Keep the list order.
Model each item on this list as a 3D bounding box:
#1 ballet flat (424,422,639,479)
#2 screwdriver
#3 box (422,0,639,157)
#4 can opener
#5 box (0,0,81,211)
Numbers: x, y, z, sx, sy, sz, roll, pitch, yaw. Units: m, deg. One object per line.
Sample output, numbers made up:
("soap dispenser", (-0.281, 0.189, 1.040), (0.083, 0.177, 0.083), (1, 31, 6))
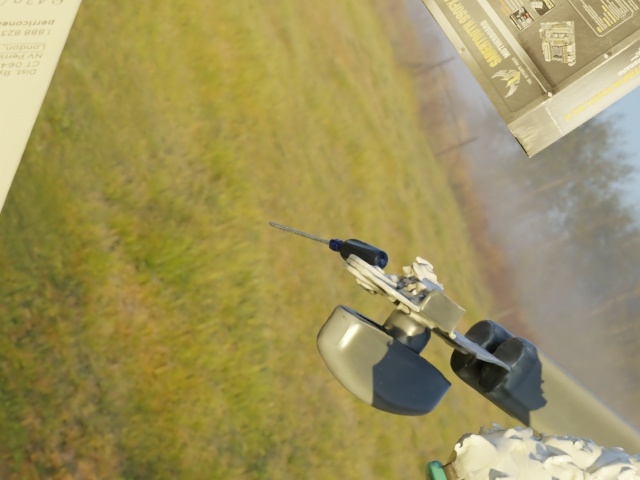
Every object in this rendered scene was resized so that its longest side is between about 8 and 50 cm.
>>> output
("ballet flat", (0.120, 0.256, 0.444), (0.147, 0.147, 0.409), (60, 24, -54))
("screwdriver", (0.000, 0.000, 1.103), (0.025, 0.170, 0.024), (11, 95, -47))
("box", (0.215, -0.213, 1.089), (0.056, 0.183, 0.231), (43, 16, -47))
("can opener", (0.111, 0.097, 0.757), (0.280, 0.093, 0.074), (33, 2, -27))
("box", (-0.227, -0.105, 0.588), (0.232, 0.127, 0.148), (-53, -126, 46))
